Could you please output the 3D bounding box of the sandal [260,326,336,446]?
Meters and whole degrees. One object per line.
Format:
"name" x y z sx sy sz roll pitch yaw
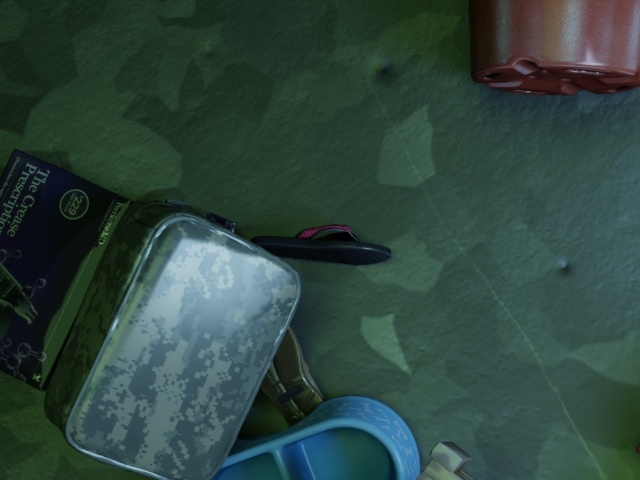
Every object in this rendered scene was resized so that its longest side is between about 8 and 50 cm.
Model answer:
"sandal" -0.037 0.171 1.340 0.072 0.049 0.180 -31 90 10

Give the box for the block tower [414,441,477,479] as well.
"block tower" 0.062 0.361 1.077 0.097 0.091 0.335 35 89 17

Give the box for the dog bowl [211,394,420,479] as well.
"dog bowl" -0.028 0.295 1.281 0.297 0.074 0.166 -21 89 8

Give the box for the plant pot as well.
"plant pot" 0.281 -0.313 1.262 0.272 0.272 0.265 4 89 12

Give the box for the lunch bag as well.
"lunch bag" -0.192 0.102 1.284 0.212 0.256 0.305 25 87 -29

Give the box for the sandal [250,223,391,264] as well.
"sandal" 0.000 0.000 1.352 0.179 0.067 0.040 5 70 15

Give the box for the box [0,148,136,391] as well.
"box" -0.357 0.040 1.398 0.184 0.103 0.261 23 85 12

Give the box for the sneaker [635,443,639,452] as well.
"sneaker" 0.406 0.223 1.221 0.094 0.081 0.208 6 82 15
